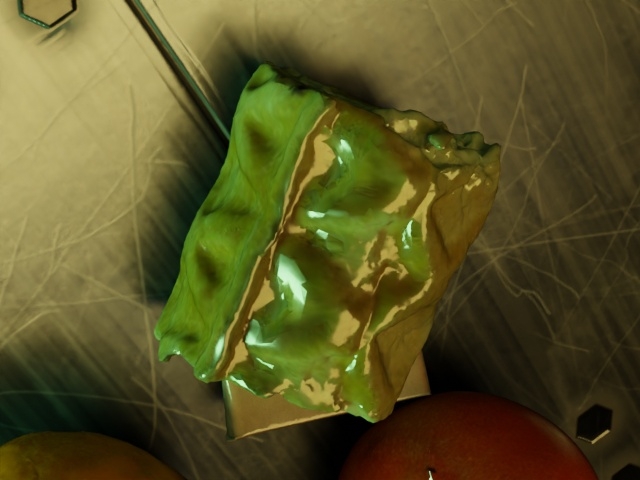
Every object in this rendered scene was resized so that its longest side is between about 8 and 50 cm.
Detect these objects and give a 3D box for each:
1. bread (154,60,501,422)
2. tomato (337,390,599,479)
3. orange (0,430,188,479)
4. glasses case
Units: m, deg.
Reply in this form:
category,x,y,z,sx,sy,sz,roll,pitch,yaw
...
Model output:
category,x,y,z,sx,sy,sz,roll,pitch,yaw
bread,0.003,0.002,0.963,0.238,0.196,0.252,17,99,5
tomato,0.138,0.265,1.108,0.224,0.256,0.256,-22,122,-42
orange,-0.213,0.300,1.000,0.284,0.226,0.284,-6,106,-21
glasses case,-0.005,0.111,1.104,0.193,0.070,0.102,-11,87,-14
